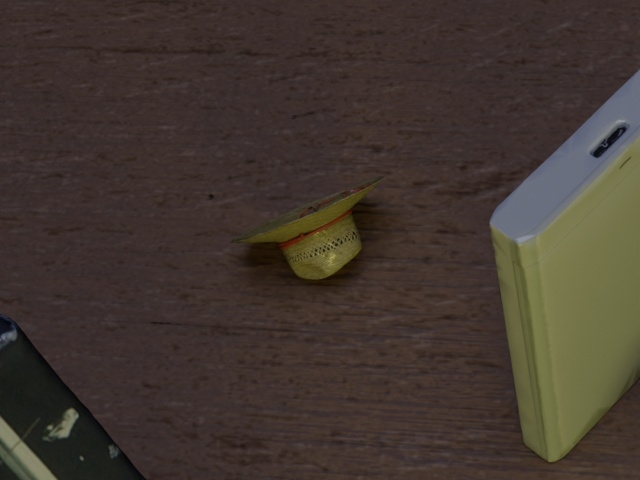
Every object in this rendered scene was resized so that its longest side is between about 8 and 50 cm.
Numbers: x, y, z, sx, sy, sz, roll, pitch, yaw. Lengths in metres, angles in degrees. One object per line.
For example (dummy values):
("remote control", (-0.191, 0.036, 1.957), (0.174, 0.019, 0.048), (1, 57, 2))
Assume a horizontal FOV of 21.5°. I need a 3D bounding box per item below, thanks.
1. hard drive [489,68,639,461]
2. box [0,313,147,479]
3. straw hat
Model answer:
("hard drive", (0.215, 0.017, 1.245), (0.203, 0.307, 0.040), (-43, 58, -18))
("box", (-0.271, 0.339, 0.980), (0.480, 0.472, 0.297), (-48, 33, -20))
("straw hat", (0.000, 0.000, 1.456), (0.144, 0.144, 0.061), (-24, 96, -5))
